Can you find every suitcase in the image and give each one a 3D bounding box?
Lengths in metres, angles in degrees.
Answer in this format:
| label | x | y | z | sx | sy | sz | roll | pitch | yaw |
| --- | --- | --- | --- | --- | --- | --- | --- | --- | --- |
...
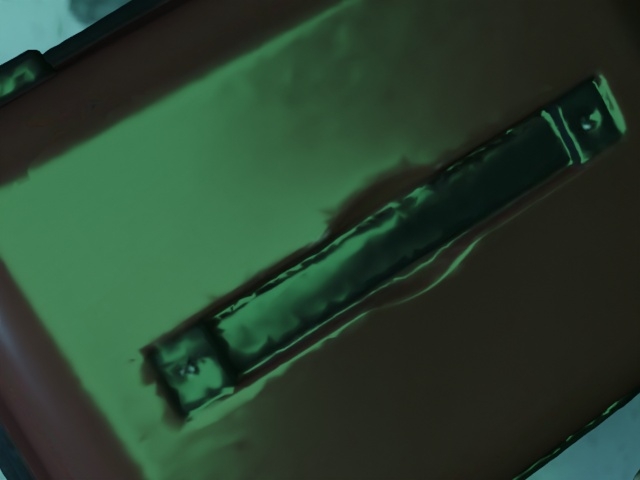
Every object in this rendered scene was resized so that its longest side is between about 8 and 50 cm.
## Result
| label | x | y | z | sx | sy | sz | roll | pitch | yaw |
| --- | --- | --- | --- | --- | --- | --- | --- | --- | --- |
| suitcase | 0.000 | 0.000 | 0.567 | 0.297 | 0.161 | 0.236 | -33 | 101 | -18 |

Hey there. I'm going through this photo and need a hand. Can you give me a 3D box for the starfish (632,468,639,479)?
| label | x | y | z | sx | sy | sz | roll | pitch | yaw |
| --- | --- | --- | --- | --- | --- | --- | --- | --- | --- |
| starfish | 0.221 | 0.124 | 0.645 | 0.324 | 0.082 | 0.432 | -13 | 122 | -36 |
